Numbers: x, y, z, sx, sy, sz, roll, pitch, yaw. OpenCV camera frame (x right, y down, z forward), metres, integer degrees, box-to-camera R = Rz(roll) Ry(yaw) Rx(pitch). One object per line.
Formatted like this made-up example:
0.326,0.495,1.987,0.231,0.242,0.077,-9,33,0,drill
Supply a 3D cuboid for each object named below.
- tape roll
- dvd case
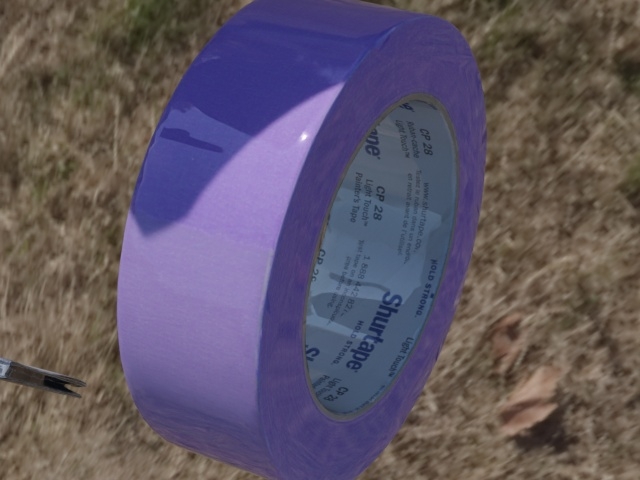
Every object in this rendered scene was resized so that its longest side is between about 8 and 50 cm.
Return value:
0.000,0.000,0.829,0.090,0.275,0.275,16,64,25,tape roll
-0.278,0.086,1.083,0.164,0.221,0.018,13,81,6,dvd case
